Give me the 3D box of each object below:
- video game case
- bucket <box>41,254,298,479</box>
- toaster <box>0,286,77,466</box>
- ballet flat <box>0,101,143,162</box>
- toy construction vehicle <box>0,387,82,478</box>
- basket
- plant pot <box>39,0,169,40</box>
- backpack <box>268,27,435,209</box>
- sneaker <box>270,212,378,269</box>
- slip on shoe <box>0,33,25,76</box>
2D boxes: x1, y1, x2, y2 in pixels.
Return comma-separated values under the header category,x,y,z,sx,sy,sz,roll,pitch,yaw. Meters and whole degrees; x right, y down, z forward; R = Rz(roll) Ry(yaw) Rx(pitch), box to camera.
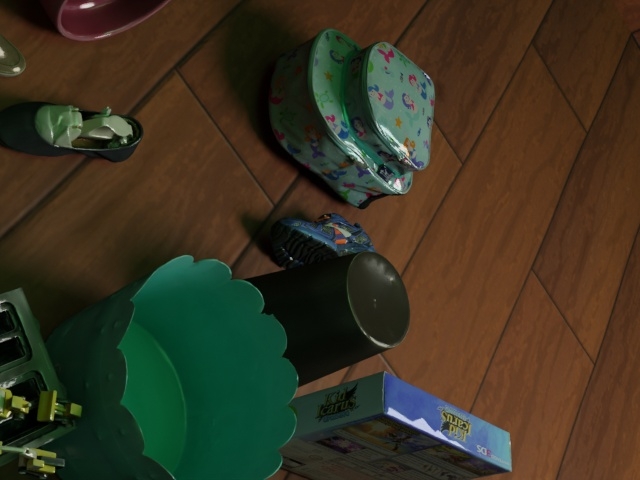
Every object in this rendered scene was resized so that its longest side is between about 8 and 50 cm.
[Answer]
category,x,y,z,sx,sy,sz,roll,pitch,yaw
video game case,0.075,0.265,1.579,0.269,0.244,0.061,30,52,-40
bucket,-0.177,0.172,1.365,0.281,0.183,0.281,24,56,-43
toaster,-0.357,0.149,1.216,0.185,0.110,0.168,-22,90,-52
ballet flat,-0.296,-0.137,1.456,0.203,0.074,0.074,5,70,-49
toy construction vehicle,-0.278,0.185,1.176,0.098,0.035,0.086,29,53,-40
basket,-0.010,0.103,1.564,0.204,0.226,0.154,30,52,-39
plant pot,-0.284,-0.381,1.499,0.201,0.201,0.180,-18,72,-53
backpack,0.047,-0.195,1.819,0.253,0.191,0.225,31,52,-32
sneaker,0.000,0.000,1.761,0.221,0.083,0.087,19,46,-51
slip on shoe,-0.397,-0.240,1.403,0.135,0.041,0.051,39,47,-34
